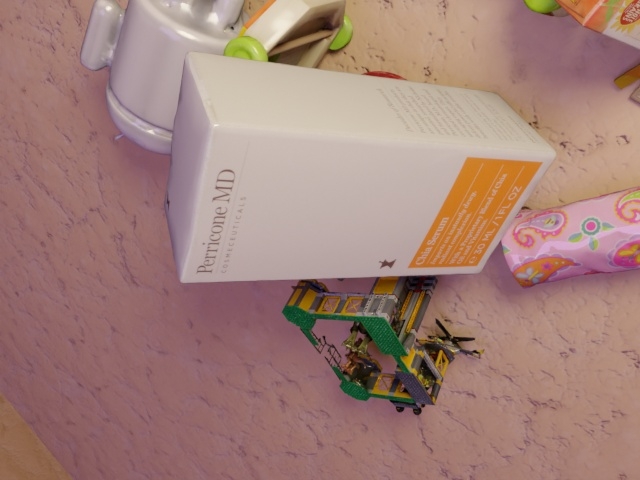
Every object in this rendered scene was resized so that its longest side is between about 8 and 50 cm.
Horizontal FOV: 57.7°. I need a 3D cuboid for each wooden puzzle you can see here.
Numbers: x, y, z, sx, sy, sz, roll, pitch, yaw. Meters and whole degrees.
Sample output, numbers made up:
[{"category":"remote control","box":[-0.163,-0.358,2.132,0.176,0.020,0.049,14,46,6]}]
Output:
[{"category":"wooden puzzle","box":[0.440,-0.188,0.732,0.116,0.014,0.078,38,153,2]}]

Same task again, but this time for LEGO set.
[{"category":"LEGO set","box":[0.110,0.135,1.029,0.255,0.192,0.331,-11,127,43]}]

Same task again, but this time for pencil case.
[{"category":"pencil case","box":[0.400,-0.014,0.805,0.284,0.124,0.124,-16,107,34]}]

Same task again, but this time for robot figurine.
[{"category":"robot figurine","box":[-0.231,-0.284,0.953,0.300,0.199,0.353,21,130,-18]}]

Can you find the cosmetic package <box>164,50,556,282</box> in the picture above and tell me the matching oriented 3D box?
[{"category":"cosmetic package","box":[0.046,-0.081,0.759,0.161,0.454,0.230,-114,34,-42]}]

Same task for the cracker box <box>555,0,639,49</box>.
[{"category":"cracker box","box":[0.372,-0.279,0.601,0.155,0.233,0.067,-55,47,38]}]

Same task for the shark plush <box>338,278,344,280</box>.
[{"category":"shark plush","box":[0.000,0.000,1.066,0.073,0.067,0.161,-30,100,38]}]

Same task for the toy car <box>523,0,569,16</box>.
[{"category":"toy car","box":[0.232,-0.356,0.689,0.189,0.155,0.148,24,126,28]}]

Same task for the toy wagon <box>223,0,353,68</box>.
[{"category":"toy wagon","box":[-0.089,-0.219,0.865,0.068,0.267,0.344,44,129,3]}]

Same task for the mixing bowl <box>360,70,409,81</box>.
[{"category":"mixing bowl","box":[0.078,-0.165,0.910,0.182,0.098,0.181,13,121,22]}]
